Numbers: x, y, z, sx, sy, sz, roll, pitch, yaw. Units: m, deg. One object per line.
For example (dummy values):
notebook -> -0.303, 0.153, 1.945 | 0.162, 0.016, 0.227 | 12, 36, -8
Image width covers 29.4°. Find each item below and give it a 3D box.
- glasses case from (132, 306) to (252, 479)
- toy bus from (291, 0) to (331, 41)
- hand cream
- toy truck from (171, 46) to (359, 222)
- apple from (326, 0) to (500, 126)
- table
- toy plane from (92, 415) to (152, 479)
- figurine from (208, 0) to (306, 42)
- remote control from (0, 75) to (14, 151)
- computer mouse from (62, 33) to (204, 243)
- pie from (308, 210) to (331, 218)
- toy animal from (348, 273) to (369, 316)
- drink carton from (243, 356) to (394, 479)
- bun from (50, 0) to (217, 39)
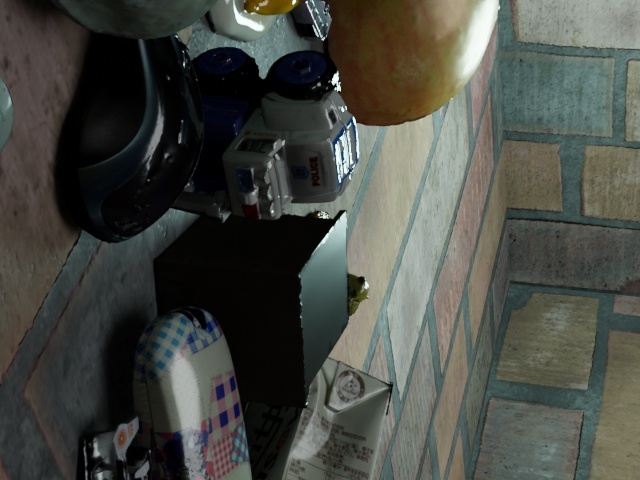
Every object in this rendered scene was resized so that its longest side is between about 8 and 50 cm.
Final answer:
glasses case -> -0.130, 0.232, 1.285 | 0.125, 0.076, 0.328 | -24, 111, -55
toy bus -> -0.018, -0.326, 1.698 | 0.131, 0.037, 0.052 | 59, 41, -62
hand cream -> -0.170, 0.254, 1.344 | 0.336, 0.076, 0.121 | 1, 89, -67
toy truck -> -0.074, -0.095, 1.277 | 0.177, 0.213, 0.161 | -59, 149, -47
apple -> 0.126, -0.359, 1.939 | 0.252, 0.314, 0.309 | 55, -10, 27
table -> -0.071, 0.070, 1.414 | 0.193, 0.169, 0.173 | -55, 147, -61
toy plane -> -0.192, 0.275, 1.210 | 0.078, 0.053, 0.197 | -36, 124, -64
figurine -> -0.031, -0.317, 1.476 | 0.250, 0.141, 0.167 | -61, 153, -54
remote control -> -0.283, -0.041, 0.876 | 0.256, 0.045, 0.097 | -71, 159, -46
computer mouse -> -0.167, -0.111, 1.155 | 0.137, 0.096, 0.233 | 41, 57, -70
pie -> 0.000, -0.002, 1.879 | 0.191, 0.033, 0.088 | 3, 87, -75
toy animal -> 0.018, 0.081, 1.775 | 0.181, 0.136, 0.073 | 63, 35, -62
drink carton -> -0.037, 0.325, 1.543 | 0.194, 0.132, 0.325 | -35, -146, 54
bun -> -0.134, -0.337, 1.023 | 0.354, 0.194, 0.355 | 4, 90, -72
